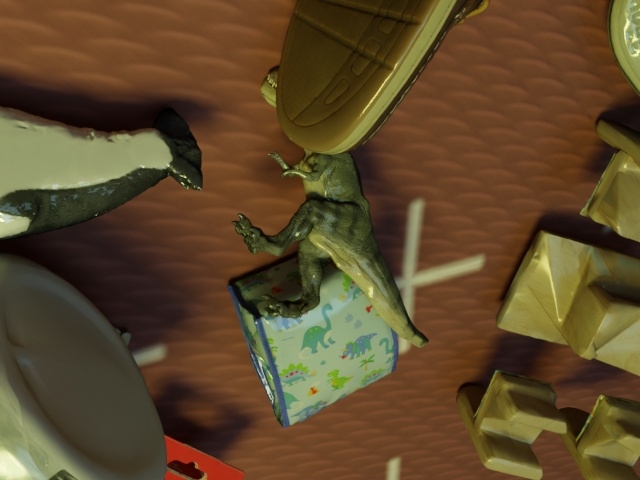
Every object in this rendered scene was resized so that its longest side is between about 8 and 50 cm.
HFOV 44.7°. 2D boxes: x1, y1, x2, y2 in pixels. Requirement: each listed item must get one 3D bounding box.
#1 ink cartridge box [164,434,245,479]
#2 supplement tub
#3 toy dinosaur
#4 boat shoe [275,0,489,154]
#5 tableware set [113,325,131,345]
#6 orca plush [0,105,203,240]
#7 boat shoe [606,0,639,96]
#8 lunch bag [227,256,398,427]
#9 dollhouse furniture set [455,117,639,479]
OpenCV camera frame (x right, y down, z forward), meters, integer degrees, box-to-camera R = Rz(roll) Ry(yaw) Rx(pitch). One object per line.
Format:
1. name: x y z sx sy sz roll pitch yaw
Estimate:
1. ink cartridge box: -0.199 0.255 0.730 0.231 0.078 0.134 -45 131 4
2. supplement tub: -0.294 0.177 0.528 0.338 0.207 0.207 -33 131 5
3. toy dinosaur: 0.000 0.000 0.617 0.118 0.064 0.268 -31 108 -21
4. boat shoe: 0.092 -0.205 0.564 0.123 0.123 0.342 24 93 -49
5. tableware set: -0.250 0.117 0.651 0.169 0.020 0.141 23 107 -38
6. orca plush: -0.234 -0.054 0.531 0.287 0.102 0.151 -17 82 -31
7. boat shoe: 0.478 -0.168 0.789 0.500 0.156 0.186 13 118 -22
8. lunch bag: 0.000 0.089 0.722 0.129 0.096 0.151 -24 119 -14
9. dollhouse furniture set: 0.391 0.078 0.899 0.394 0.256 0.362 16 112 -13
